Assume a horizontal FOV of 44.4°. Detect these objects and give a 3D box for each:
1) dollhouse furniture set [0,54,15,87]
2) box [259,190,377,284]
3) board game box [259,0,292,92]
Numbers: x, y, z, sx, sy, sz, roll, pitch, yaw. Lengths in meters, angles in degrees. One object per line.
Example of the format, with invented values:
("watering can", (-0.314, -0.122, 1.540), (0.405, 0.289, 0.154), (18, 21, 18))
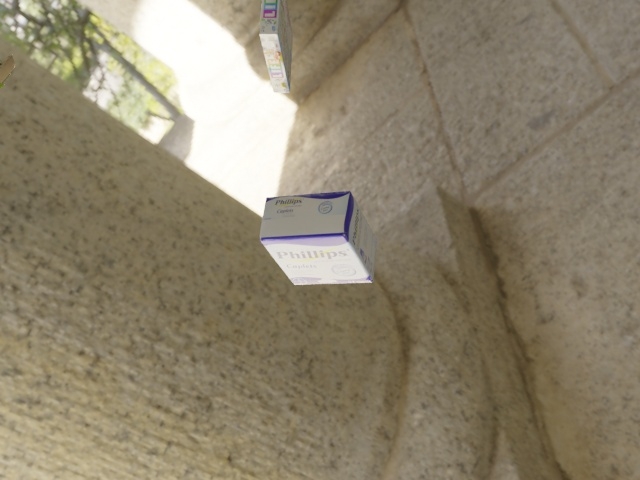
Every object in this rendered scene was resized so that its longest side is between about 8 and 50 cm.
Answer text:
("dollhouse furniture set", (-0.420, -0.234, 0.956), (0.059, 0.076, 0.152), (-62, -3, -26))
("box", (0.000, 0.000, 1.085), (0.126, 0.137, 0.072), (-3, 58, 21))
("board game box", (-0.063, -0.301, 1.149), (0.154, 0.026, 0.104), (79, -167, -69))
